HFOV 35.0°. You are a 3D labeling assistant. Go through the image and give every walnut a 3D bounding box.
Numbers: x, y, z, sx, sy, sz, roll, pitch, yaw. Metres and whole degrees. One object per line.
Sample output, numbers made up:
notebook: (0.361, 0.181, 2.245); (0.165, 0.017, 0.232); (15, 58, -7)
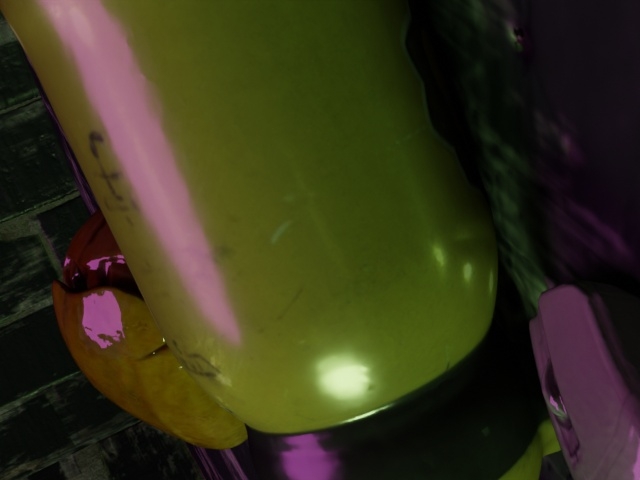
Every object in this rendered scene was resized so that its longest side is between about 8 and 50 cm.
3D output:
walnut: (-0.128, 0.094, 1.007); (0.209, 0.209, 0.336); (50, 169, 44)

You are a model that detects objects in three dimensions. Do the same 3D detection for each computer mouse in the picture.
computer mouse: (0.127, 0.086, 0.390); (0.182, 0.056, 0.089); (57, 159, 28)

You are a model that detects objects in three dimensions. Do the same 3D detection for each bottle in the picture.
bottle: (-0.004, -0.005, 0.475); (0.351, 0.171, 0.171); (67, 165, -15)
